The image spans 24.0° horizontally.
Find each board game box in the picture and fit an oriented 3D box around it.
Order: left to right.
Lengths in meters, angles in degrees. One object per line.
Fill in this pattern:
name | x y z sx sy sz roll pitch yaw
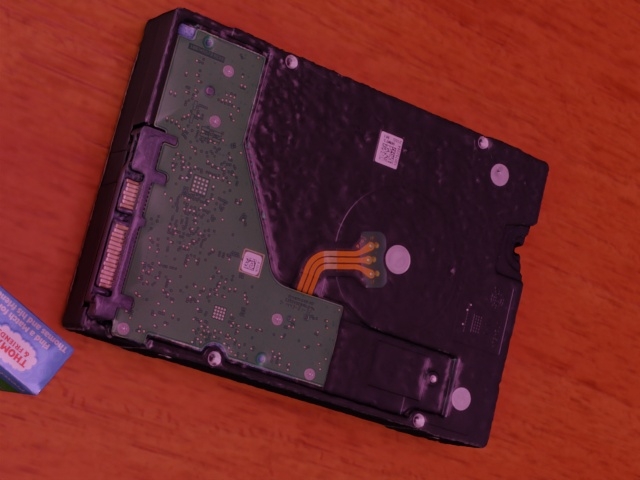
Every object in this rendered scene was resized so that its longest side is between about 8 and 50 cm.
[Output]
board game box | -0.248 0.024 0.874 0.160 0.211 0.039 44 68 -21

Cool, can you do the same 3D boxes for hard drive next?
hard drive | 0.000 0.000 1.106 0.339 0.064 0.236 19 78 -29
